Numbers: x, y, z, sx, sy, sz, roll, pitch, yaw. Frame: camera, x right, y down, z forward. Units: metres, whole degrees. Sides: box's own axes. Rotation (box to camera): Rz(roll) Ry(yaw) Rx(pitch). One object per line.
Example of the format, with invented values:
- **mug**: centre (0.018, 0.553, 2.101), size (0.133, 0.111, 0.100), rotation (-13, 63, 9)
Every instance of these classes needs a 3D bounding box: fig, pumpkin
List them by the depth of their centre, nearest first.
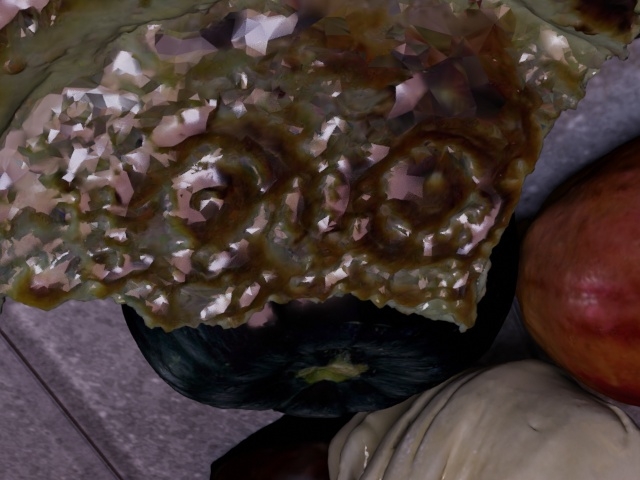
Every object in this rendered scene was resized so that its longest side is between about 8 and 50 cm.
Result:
- **pumpkin**: centre (0.000, 0.000, 0.773), size (0.315, 0.238, 0.315), rotation (-11, 151, -6)
- **fig**: centre (0.269, 0.019, 0.778), size (0.224, 0.224, 0.263), rotation (30, 142, -17)

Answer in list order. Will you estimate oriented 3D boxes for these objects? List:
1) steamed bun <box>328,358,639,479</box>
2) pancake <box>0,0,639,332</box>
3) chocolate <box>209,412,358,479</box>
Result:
- **steamed bun**: centre (0.104, 0.218, 0.843), size (0.203, 0.276, 0.289), rotation (41, 148, 3)
- **pancake**: centre (-0.042, -0.057, 0.510), size (0.427, 0.067, 0.304), rotation (-3, 123, -13)
- **chocolate**: centre (0.021, 0.411, 1.059), size (0.384, 0.331, 0.383), rotation (3, 127, 4)
